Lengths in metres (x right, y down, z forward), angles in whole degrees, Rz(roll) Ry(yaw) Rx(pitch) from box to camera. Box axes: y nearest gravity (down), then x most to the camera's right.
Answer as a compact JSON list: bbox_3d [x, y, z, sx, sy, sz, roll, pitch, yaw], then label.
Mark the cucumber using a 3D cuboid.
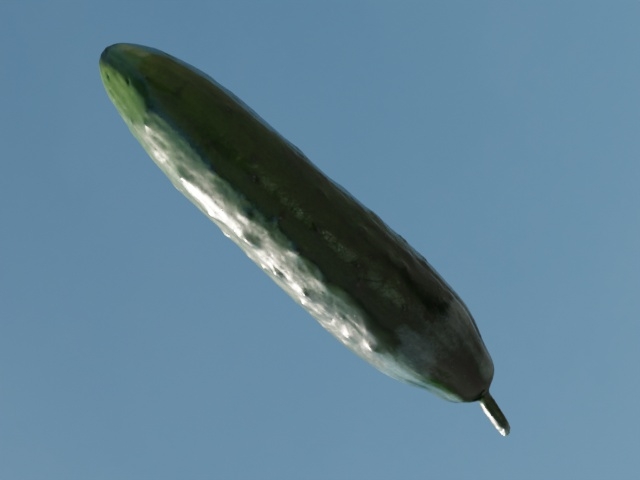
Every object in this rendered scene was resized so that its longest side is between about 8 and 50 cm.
[{"bbox_3d":[0.000,0.000,0.700,0.250,0.056,0.056,41,-133,-9],"label":"cucumber"}]
